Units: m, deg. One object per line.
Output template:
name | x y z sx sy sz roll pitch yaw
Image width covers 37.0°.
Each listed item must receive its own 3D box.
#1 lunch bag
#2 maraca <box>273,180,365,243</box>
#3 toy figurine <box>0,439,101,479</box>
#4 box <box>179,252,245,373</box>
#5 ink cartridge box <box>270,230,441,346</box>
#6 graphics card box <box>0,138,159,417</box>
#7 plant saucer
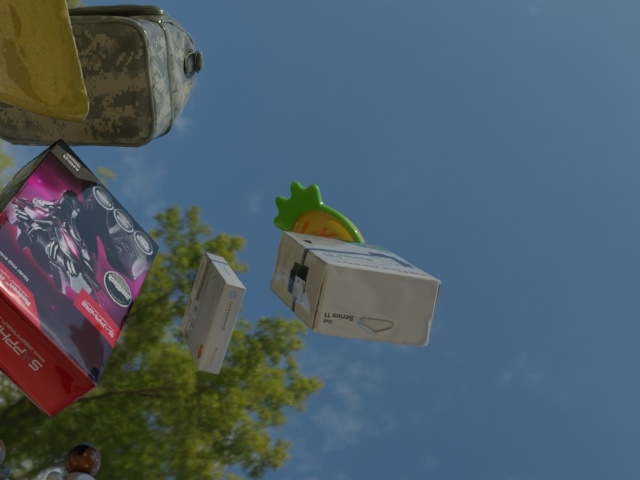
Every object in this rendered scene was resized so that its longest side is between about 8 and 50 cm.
lunch bag | -0.372 -0.277 1.573 0.305 0.256 0.213 1 -74 12
maraca | 0.000 0.000 1.410 0.127 0.099 0.186 -39 -98 36
toy figurine | -0.398 0.363 1.322 0.213 0.210 0.148 7 -134 -5
box | -0.177 0.113 1.542 0.186 0.038 0.145 -140 -113 -69
ink cartridge box | 0.039 0.057 1.197 0.208 0.153 0.087 -146 -114 -69
graphics card box | -0.362 0.035 1.306 0.094 0.371 0.233 -33 -70 19
plant saucer | -0.398 -0.290 0.982 0.332 0.081 0.333 19 -52 38
